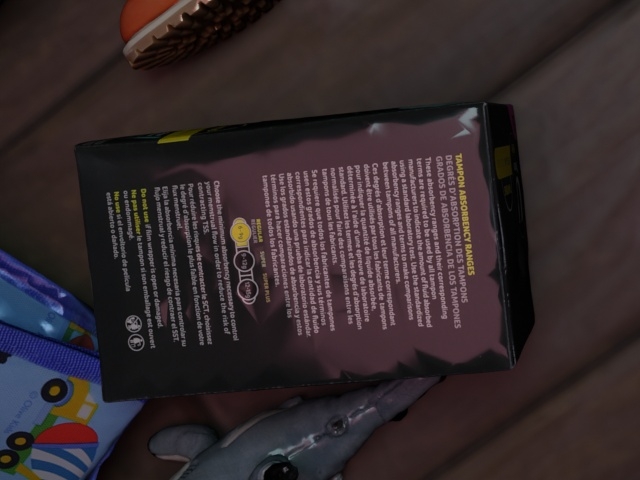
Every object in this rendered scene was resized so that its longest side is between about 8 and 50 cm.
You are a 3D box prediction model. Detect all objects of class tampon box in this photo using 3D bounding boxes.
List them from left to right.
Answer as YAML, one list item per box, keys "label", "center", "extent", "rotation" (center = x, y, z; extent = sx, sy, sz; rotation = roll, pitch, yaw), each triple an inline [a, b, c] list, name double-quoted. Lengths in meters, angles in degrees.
- label: "tampon box"
  center: [0.000, 0.000, 0.609]
  extent: [0.161, 0.120, 0.101]
  rotation: [-5, 94, 12]

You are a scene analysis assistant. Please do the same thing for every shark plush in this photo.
- label: "shark plush"
  center: [-0.012, 0.103, 0.647]
  extent: [0.161, 0.067, 0.073]
  rotation: [-20, 90, 13]

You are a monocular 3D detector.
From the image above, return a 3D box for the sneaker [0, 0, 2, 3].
- label: "sneaker"
  center: [-0.226, -0.095, 0.667]
  extent: [0.232, 0.081, 0.090]
  rotation: [-39, 94, 13]

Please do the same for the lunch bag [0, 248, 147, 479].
- label: "lunch bag"
  center: [-0.231, 0.080, 0.646]
  extent: [0.293, 0.138, 0.221]
  rotation: [28, 108, -22]

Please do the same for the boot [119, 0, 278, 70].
- label: "boot"
  center: [-0.039, -0.145, 0.641]
  extent: [0.158, 0.059, 0.084]
  rotation: [-44, 82, 3]
